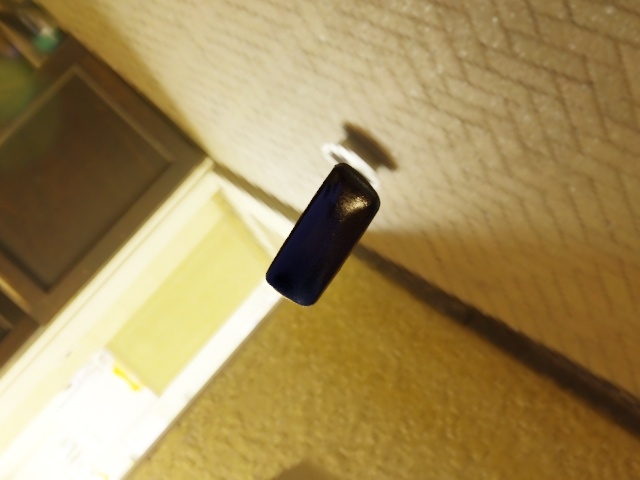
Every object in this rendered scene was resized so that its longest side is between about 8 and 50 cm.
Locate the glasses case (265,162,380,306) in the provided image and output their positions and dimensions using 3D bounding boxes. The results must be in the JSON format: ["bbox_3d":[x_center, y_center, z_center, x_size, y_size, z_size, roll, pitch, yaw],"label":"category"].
[{"bbox_3d":[0.000,0.000,0.619,0.033,0.083,0.023,39,-152,12],"label":"glasses case"}]
